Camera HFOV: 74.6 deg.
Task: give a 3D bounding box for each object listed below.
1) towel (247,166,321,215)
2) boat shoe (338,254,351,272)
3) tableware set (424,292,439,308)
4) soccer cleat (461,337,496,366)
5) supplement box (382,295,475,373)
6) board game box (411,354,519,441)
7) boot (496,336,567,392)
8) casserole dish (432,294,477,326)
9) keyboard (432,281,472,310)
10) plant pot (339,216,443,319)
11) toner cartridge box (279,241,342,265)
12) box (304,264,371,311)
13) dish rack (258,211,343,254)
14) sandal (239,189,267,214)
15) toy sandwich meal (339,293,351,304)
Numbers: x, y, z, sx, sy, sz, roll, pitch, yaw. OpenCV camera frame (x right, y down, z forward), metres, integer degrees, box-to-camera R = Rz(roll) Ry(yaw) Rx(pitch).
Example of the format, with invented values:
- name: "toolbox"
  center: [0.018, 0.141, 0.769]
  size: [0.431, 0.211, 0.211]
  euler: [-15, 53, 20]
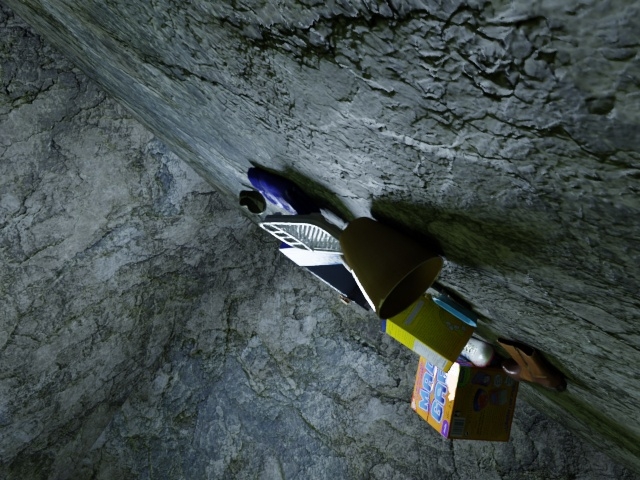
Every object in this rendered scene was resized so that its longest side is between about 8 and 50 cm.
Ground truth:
- name: "towel"
  center: [-0.153, -0.177, 1.670]
  size: [0.308, 0.076, 0.227]
  euler: [27, 170, 47]
- name: "boat shoe"
  center: [0.229, 0.109, 1.726]
  size: [0.342, 0.123, 0.123]
  euler: [38, 144, 18]
- name: "tableware set"
  center: [0.505, 0.268, 1.744]
  size: [0.154, 0.024, 0.104]
  euler: [32, 172, 30]
- name: "soccer cleat"
  center: [0.717, 0.522, 2.013]
  size: [0.143, 0.116, 0.331]
  euler: [27, 173, 6]
- name: "supplement box"
  center: [0.480, 0.401, 1.906]
  size: [0.356, 0.195, 0.194]
  euler: [33, 158, 23]
- name: "board game box"
  center: [0.734, 0.770, 2.158]
  size: [0.356, 0.357, 0.356]
  euler: [11, 179, -15]
- name: "boot"
  center: [0.743, 0.455, 1.585]
  size: [0.280, 0.096, 0.264]
  euler: [39, 172, -24]
- name: "casserole dish"
  center: [0.516, 0.259, 1.589]
  size: [0.188, 0.037, 0.114]
  euler: [33, 172, 12]
- name: "keyboard"
  center: [0.455, 0.191, 1.495]
  size: [0.180, 0.023, 0.108]
  euler: [33, 179, 10]
- name: "plant pot"
  center: [0.177, 0.052, 1.204]
  size: [0.254, 0.237, 0.237]
  euler: [49, 180, 30]
- name: "toner cartridge box"
  center: [-0.013, 0.043, 1.951]
  size: [0.347, 0.075, 0.165]
  euler: [-6, 143, 43]
- name: "box"
  center: [0.134, 0.204, 2.354]
  size: [0.343, 0.179, 0.312]
  euler: [31, 173, 36]
- name: "dish rack"
  center: [-0.043, -0.033, 1.605]
  size: [0.332, 0.072, 0.285]
  euler: [5, 158, 43]
- name: "sandal"
  center: [-0.361, -0.221, 2.310]
  size: [0.086, 0.120, 0.302]
  euler: [7, -167, -34]
- name: "toy sandwich meal"
  center: [0.125, 0.307, 2.182]
  size: [0.085, 0.029, 0.085]
  euler: [33, 174, 4]
